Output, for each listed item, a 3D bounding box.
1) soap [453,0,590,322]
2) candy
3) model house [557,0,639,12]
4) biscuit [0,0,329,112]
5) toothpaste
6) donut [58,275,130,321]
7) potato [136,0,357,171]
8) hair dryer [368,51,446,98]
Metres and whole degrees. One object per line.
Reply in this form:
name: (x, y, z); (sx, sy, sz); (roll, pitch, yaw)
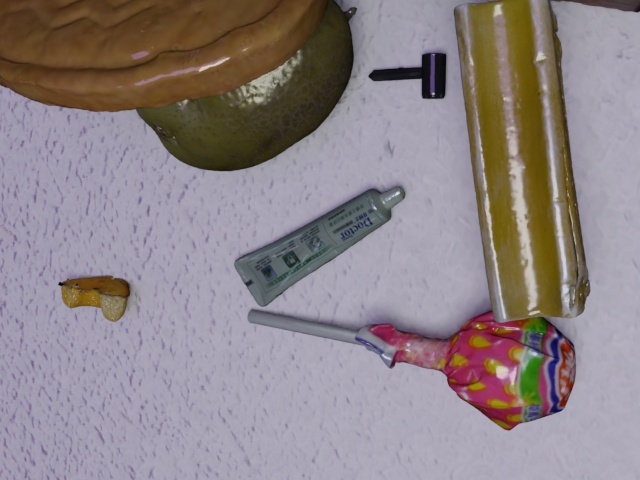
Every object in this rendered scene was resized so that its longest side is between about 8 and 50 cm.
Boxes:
soap: (0.190, -0.075, 0.687); (0.089, 0.173, 0.274); (-6, 94, 21)
candy: (0.081, 0.108, 0.792); (0.365, 0.124, 0.124); (9, 99, 26)
model house: (0.187, -0.312, 0.621); (0.237, 0.237, 0.202); (9, 103, 12)
biscuit: (-0.168, -0.272, 0.720); (0.385, 0.062, 0.365); (4, 57, 17)
toothpaste: (0.000, 0.000, 0.826); (0.218, 0.041, 0.064); (-31, 93, 21)
donut: (-0.274, 0.071, 0.903); (0.083, 0.067, 0.038); (-4, 116, -16)
potato: (-0.073, -0.173, 0.765); (0.251, 0.159, 0.174); (-24, 133, 11)
hair dryer: (0.090, -0.173, 0.784); (0.083, 0.026, 0.047); (3, 96, 20)
